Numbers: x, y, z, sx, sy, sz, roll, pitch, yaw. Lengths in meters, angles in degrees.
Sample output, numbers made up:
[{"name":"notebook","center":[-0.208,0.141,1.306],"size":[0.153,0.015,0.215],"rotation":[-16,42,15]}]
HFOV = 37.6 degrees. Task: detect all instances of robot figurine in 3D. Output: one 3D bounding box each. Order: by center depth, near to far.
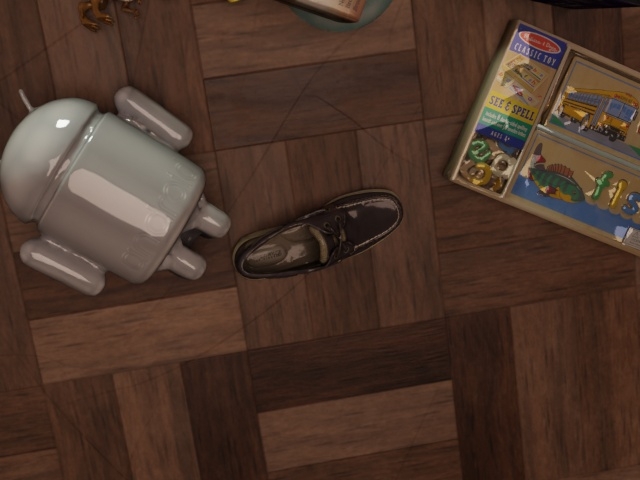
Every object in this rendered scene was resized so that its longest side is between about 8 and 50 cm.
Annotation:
[{"name":"robot figurine","center":[-0.306,-0.073,1.357],"size":[0.353,0.200,0.300],"rotation":[30,78,-13]}]

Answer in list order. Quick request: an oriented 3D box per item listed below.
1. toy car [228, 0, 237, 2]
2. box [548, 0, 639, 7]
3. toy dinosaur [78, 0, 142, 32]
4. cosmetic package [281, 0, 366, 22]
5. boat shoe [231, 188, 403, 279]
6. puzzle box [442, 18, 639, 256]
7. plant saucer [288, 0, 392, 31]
[{"name":"toy car","center":[-0.219,-0.455,1.355],"size":[0.225,0.053,0.239],"rotation":[-9,103,-4]},{"name":"box","center":[0.333,-0.394,1.328],"size":[0.184,0.261,0.103],"rotation":[13,101,-9]},{"name":"toy dinosaur","center":[-0.325,-0.369,1.369],"size":[0.211,0.064,0.112],"rotation":[14,74,-13]},{"name":"cosmetic package","center":[-0.074,-0.415,1.289],"size":[0.296,0.129,0.153],"rotation":[14,99,-15]},{"name":"boat shoe","center":[0.000,0.000,1.465],"size":[0.285,0.092,0.103],"rotation":[-17,104,-3]},{"name":"puzzle box","center":[0.434,-0.151,1.504],"size":[0.409,0.052,0.272],"rotation":[20,99,-11]},{"name":"plant saucer","center":[0.030,-0.411,1.404],"size":[0.195,0.037,0.195],"rotation":[-2,104,-7]}]
